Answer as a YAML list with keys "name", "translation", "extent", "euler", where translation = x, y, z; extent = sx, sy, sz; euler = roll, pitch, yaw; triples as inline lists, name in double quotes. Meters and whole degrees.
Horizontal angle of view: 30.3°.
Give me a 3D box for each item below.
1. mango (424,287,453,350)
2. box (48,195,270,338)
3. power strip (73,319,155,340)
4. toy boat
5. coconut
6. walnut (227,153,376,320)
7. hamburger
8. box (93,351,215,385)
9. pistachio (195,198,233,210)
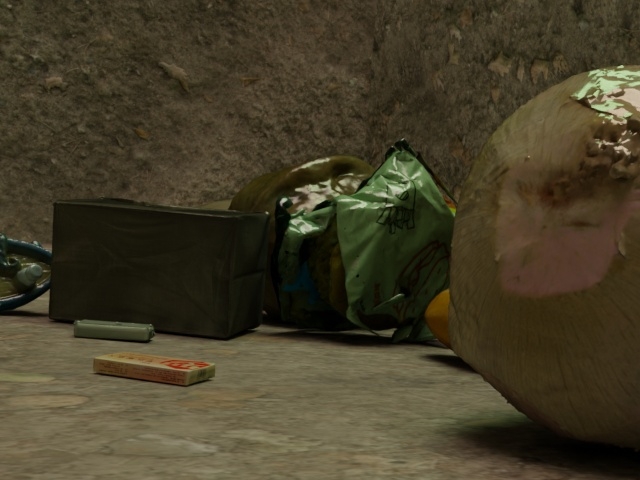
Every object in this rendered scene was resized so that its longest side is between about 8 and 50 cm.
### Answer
- name: "mango"
  translation: [0.204, 0.087, 1.319]
  extent: [0.145, 0.112, 0.219]
  euler: [-3, 3, -36]
- name: "box"
  translation: [-0.195, 0.032, 1.450]
  extent: [0.231, 0.155, 0.149]
  euler: [6, 4, 12]
- name: "power strip"
  translation: [-0.226, 0.099, 1.296]
  extent: [0.090, 0.016, 0.040]
  euler: [4, 2, 2]
- name: "toy boat"
  translation: [-0.417, 0.030, 1.421]
  extent: [0.238, 0.109, 0.098]
  euler: [4, -28, -39]
- name: "coconut"
  translation: [0.234, 0.017, 0.878]
  extent: [0.297, 0.297, 0.254]
  euler: [6, -1, 39]
- name: "walnut"
  translation: [0.000, 0.000, 1.672]
  extent: [0.283, 0.283, 0.227]
  euler: [3, 31, -40]
- name: "hamburger"
  translation: [0.079, 0.036, 1.477]
  extent: [0.276, 0.260, 0.150]
  euler: [-28, 35, -9]
- name: "box"
  translation: [-0.147, 0.113, 1.047]
  extent: [0.093, 0.015, 0.058]
  euler: [5, 3, 19]
- name: "pistachio"
  translation: [-0.119, 0.021, 1.874]
  extent: [0.288, 0.166, 0.197]
  euler: [3, -16, -28]
